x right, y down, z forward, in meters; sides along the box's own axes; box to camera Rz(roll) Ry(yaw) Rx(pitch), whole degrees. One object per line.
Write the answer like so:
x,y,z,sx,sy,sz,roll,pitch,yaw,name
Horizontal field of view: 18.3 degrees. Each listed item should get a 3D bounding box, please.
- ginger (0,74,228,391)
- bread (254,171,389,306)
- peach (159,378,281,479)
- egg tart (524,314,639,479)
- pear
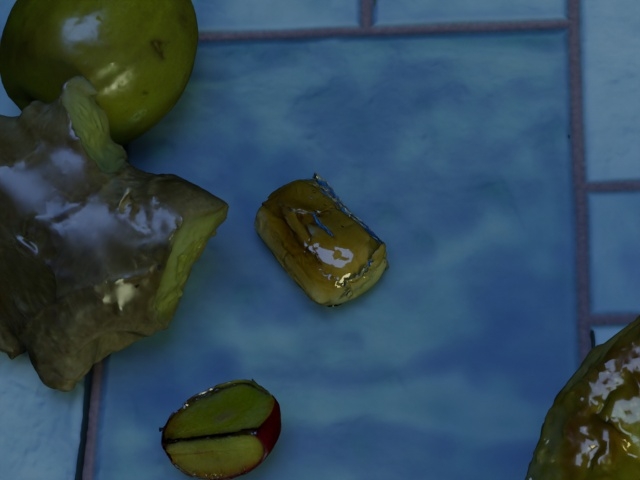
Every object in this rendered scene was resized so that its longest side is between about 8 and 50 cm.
-0.218,-0.021,1.492,0.270,0.123,0.218,35,103,12,ginger
0.000,0.000,1.517,0.072,0.053,0.106,-33,58,-15,bread
-0.070,0.144,1.448,0.083,0.050,0.077,-31,39,-20,peach
0.296,0.188,1.336,0.341,0.129,0.341,-4,62,7,egg tart
-0.174,-0.151,1.567,0.149,0.149,0.162,33,75,22,pear
